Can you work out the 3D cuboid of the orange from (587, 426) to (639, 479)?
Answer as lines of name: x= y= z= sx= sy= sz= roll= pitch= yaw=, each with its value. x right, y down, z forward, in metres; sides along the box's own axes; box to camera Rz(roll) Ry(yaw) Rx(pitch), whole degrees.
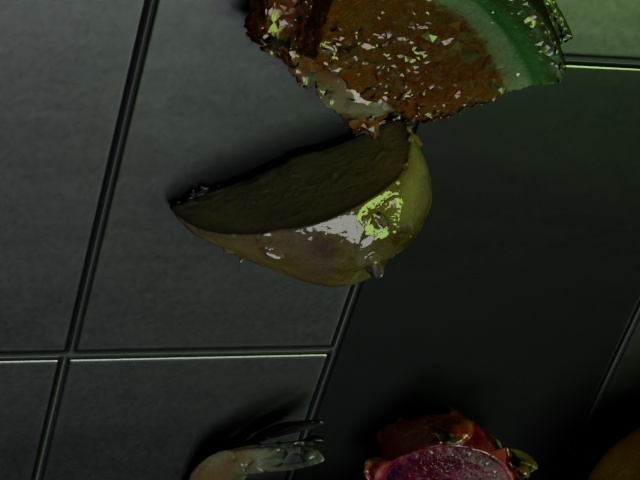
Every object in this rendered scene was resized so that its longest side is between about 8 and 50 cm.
orange: x=0.321 y=0.250 z=1.453 sx=0.240 sy=0.240 sz=0.240 roll=-12 pitch=133 yaw=-13

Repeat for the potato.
potato: x=0.000 y=0.000 z=1.195 sx=0.172 sy=0.089 sz=0.100 roll=-20 pitch=137 yaw=-8

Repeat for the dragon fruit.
dragon fruit: x=0.094 y=0.169 z=1.405 sx=0.112 sy=0.068 sz=0.126 roll=29 pitch=128 yaw=-21

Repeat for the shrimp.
shrimp: x=0.005 y=0.200 z=1.372 sx=0.219 sy=0.046 sz=0.152 roll=8 pitch=130 yaw=1

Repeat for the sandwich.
sandwich: x=0.045 y=-0.141 z=1.096 sx=0.159 sy=0.079 sz=0.235 roll=-39 pitch=133 yaw=13
